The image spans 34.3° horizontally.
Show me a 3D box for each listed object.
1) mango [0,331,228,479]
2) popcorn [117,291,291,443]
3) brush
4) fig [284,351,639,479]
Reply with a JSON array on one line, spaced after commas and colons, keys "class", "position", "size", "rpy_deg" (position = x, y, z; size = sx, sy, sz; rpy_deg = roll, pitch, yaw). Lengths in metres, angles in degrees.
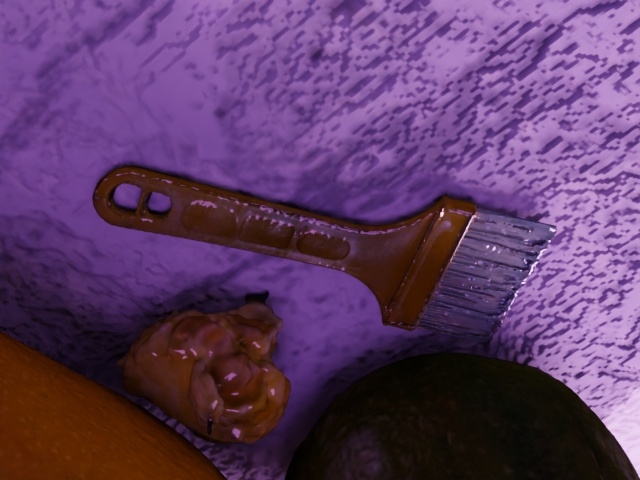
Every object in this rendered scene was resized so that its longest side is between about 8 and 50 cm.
[{"class": "mango", "position": [-0.158, 0.115, 0.471], "size": [0.359, 0.187, 0.144], "rpy_deg": [38, 80, -24]}, {"class": "popcorn", "position": [-0.049, 0.058, 0.516], "size": [0.084, 0.084, 0.084], "rpy_deg": [-2, 125, -3]}, {"class": "brush", "position": [0.000, 0.000, 0.500], "size": [0.218, 0.010, 0.082], "rpy_deg": [14, 123, -13]}, {"class": "fig", "position": [0.081, 0.192, 0.506], "size": [0.203, 0.235, 0.203], "rpy_deg": [-4, 128, -5]}]
